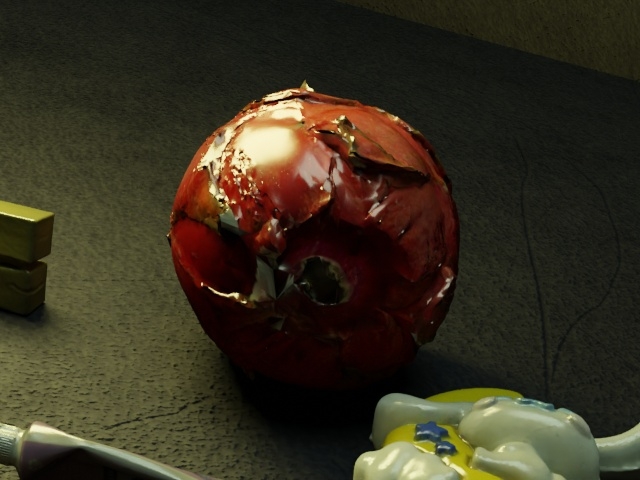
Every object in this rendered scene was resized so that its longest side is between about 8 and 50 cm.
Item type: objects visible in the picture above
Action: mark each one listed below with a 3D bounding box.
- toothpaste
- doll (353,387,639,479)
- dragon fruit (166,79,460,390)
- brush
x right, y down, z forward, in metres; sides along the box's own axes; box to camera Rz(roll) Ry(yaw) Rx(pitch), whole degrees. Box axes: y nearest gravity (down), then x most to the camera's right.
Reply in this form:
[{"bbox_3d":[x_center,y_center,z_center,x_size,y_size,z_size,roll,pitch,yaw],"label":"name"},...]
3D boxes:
[{"bbox_3d":[-0.123,0.194,1.093,0.301,0.048,0.075,15,-6,-5],"label":"toothpaste"},{"bbox_3d":[0.158,0.185,1.151,0.252,0.111,0.237,8,19,20],"label":"doll"},{"bbox_3d":[0.000,0.000,1.318,0.295,0.296,0.302,7,9,-8],"label":"dragon fruit"},{"bbox_3d":[-0.388,-0.004,1.395,0.233,0.103,0.047,14,19,12],"label":"brush"}]
